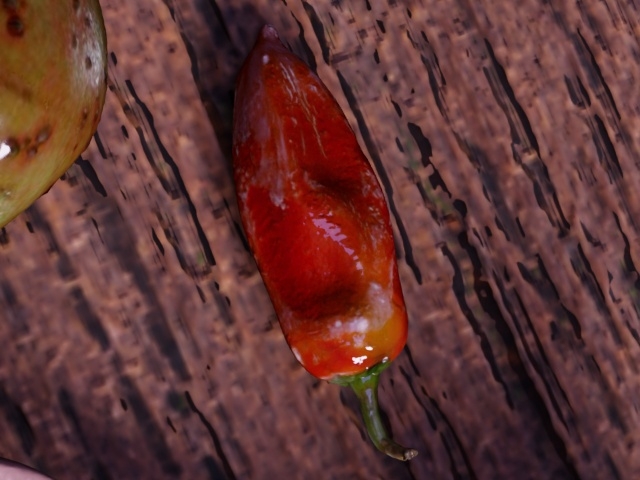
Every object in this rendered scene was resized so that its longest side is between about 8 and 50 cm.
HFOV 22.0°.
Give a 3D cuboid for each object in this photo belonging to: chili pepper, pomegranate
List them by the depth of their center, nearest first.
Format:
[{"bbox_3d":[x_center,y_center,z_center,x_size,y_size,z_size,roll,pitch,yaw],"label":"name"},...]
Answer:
[{"bbox_3d":[-0.167,-0.054,0.568,0.205,0.159,0.159,-39,97,6],"label":"pomegranate"},{"bbox_3d":[-0.001,0.000,0.663,0.059,0.050,0.191,-11,74,-18],"label":"chili pepper"}]

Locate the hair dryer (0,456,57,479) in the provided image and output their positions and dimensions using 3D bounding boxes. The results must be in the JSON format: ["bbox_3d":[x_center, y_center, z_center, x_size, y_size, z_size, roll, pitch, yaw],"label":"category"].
[{"bbox_3d":[-0.086,0.146,0.565,0.352,0.210,0.125,22,75,-41],"label":"hair dryer"}]
